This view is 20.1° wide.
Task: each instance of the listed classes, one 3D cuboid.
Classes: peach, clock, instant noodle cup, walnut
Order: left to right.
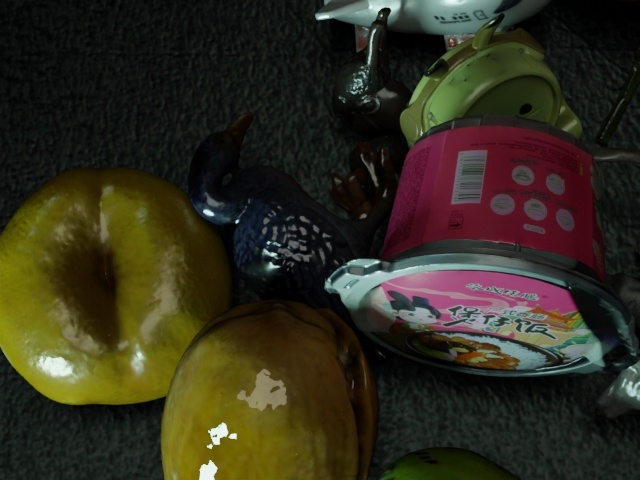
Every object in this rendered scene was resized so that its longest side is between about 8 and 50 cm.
[{"bbox_3d":[-0.209,0.045,1.804,0.251,0.153,0.251,0,83,-2],"label":"peach"},{"bbox_3d":[-0.058,0.212,1.716,0.209,0.209,0.336,14,108,6],"label":"walnut"},{"bbox_3d":[0.160,-0.131,1.782,0.170,0.232,0.069,-36,52,-4],"label":"clock"},{"bbox_3d":[0.163,-0.003,1.676,0.302,0.258,0.181,23,62,-27],"label":"instant noodle cup"}]

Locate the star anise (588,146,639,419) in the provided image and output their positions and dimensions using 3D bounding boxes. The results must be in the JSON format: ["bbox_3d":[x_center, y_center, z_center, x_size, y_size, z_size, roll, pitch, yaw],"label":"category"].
[{"bbox_3d":[0.362,0.082,1.704,0.360,0.139,0.315,11,85,22],"label":"star anise"}]

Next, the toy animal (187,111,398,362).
[{"bbox_3d":[0.000,0.000,1.797,0.185,0.122,0.298,-33,89,-38],"label":"toy animal"}]

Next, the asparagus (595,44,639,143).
[{"bbox_3d":[0.319,-0.158,1.888,0.018,0.015,0.127,25,79,7],"label":"asparagus"}]

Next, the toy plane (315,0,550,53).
[{"bbox_3d":[0.122,-0.259,1.856,0.252,0.118,0.252,6,112,16],"label":"toy plane"}]

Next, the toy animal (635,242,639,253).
[{"bbox_3d":[0.370,-0.014,1.820,0.089,0.083,0.150,7,76,-9],"label":"toy animal"}]

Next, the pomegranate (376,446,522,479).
[{"bbox_3d":[0.107,0.308,1.713,0.263,0.211,0.211,-34,75,30],"label":"pomegranate"}]

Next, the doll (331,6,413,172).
[{"bbox_3d":[0.070,-0.137,1.845,0.139,0.057,0.165,32,118,-12],"label":"doll"}]

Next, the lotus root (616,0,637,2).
[{"bbox_3d":[0.302,-0.342,1.851,0.169,0.141,0.314,-35,56,15],"label":"lotus root"}]
